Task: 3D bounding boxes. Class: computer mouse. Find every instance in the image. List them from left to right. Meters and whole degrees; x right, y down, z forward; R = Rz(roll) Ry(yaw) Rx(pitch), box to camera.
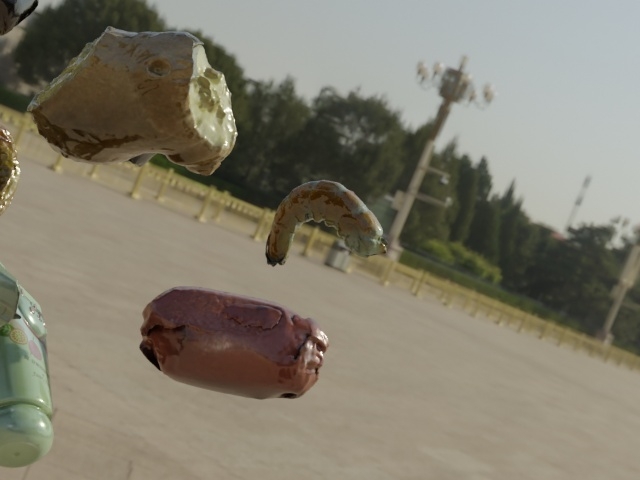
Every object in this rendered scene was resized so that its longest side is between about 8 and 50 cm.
[{"bbox_3d":[-0.290,0.032,0.819,0.110,0.056,0.032,40,18,16],"label":"computer mouse"}]

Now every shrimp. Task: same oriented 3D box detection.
[{"bbox_3d":[0.000,0.000,1.413,0.161,0.166,0.049,45,17,10],"label":"shrimp"}]

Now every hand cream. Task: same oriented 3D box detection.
[{"bbox_3d":[-0.416,0.164,1.348,0.147,0.093,0.305,62,7,-47],"label":"hand cream"}]

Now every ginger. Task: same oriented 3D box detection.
[{"bbox_3d":[-0.216,-0.152,1.183,0.221,0.130,0.276,32,-32,-19],"label":"ginger"}]

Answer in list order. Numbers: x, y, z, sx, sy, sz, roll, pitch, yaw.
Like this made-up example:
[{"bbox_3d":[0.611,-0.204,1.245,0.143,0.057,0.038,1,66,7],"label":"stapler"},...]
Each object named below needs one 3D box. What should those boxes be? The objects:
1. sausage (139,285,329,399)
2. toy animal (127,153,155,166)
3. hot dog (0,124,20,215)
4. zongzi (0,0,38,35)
[{"bbox_3d":[-0.129,0.152,1.474,0.280,0.152,0.152,10,1,-2],"label":"sausage"},{"bbox_3d":[-0.298,-0.204,1.544,0.166,0.179,0.138,26,-13,31],"label":"toy animal"},{"bbox_3d":[-0.515,-0.072,1.265,0.259,0.175,0.114,-21,12,-7],"label":"hot dog"},{"bbox_3d":[-0.391,-0.221,0.679,0.154,0.318,0.289,-103,171,-66],"label":"zongzi"}]
